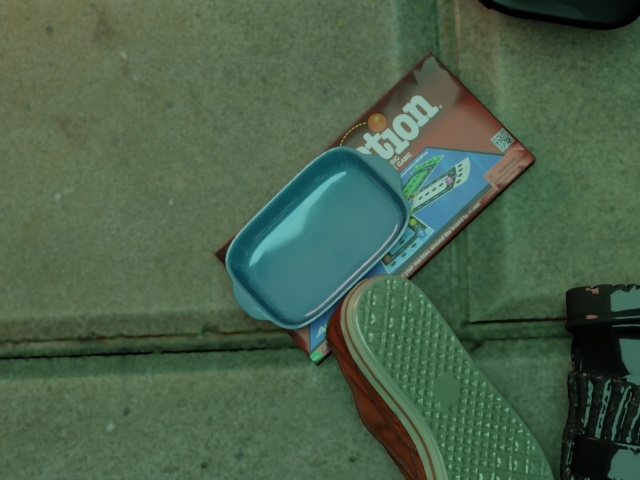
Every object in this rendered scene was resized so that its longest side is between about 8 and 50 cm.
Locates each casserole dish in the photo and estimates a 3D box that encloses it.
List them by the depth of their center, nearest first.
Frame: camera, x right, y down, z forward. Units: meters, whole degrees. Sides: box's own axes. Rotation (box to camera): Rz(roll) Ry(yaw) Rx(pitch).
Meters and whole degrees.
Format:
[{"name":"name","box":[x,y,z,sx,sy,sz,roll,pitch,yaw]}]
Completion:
[{"name":"casserole dish","box":[0.000,0.000,1.567,0.188,0.037,0.114,-44,73,0]}]

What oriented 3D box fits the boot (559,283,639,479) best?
[{"name":"boot","box":[0.374,0.172,1.499,0.348,0.131,0.260,-2,77,15]}]

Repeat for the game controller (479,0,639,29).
[{"name":"game controller","box":[0.232,-0.348,1.549,0.166,0.067,0.319,8,81,5]}]

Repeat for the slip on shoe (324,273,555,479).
[{"name":"slip on shoe","box":[0.113,0.181,1.546,0.123,0.101,0.331,-35,94,-26]}]

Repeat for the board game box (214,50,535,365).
[{"name":"board game box","box":[0.051,-0.031,1.605,0.281,0.027,0.145,-43,81,-1]}]
